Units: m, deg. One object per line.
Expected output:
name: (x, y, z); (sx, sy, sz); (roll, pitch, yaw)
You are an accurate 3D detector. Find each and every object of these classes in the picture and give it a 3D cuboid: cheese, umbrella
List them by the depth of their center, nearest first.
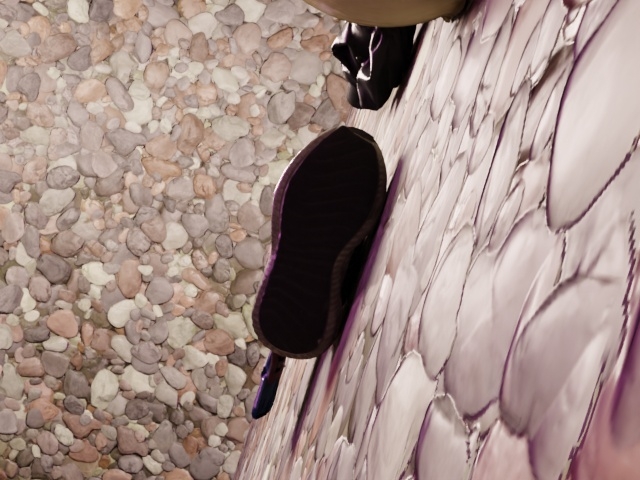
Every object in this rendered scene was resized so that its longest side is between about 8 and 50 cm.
umbrella: (0.067, -0.249, 0.945); (0.110, 0.122, 0.272); (-25, -27, -25)
cheese: (-0.028, 0.063, 0.957); (0.189, 0.074, 0.286); (43, -117, -79)

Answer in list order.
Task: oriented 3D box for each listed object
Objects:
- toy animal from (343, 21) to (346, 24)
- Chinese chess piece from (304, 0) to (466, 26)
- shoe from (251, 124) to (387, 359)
toy animal: (0.126, -0.419, 1.105); (0.284, 0.225, 0.302); (-35, 46, 51)
Chinese chess piece: (0.067, -0.333, 0.637); (0.338, 0.140, 0.338); (-171, 90, -84)
shoe: (0.000, 0.000, 0.815); (0.112, 0.099, 0.228); (-40, -32, -81)
